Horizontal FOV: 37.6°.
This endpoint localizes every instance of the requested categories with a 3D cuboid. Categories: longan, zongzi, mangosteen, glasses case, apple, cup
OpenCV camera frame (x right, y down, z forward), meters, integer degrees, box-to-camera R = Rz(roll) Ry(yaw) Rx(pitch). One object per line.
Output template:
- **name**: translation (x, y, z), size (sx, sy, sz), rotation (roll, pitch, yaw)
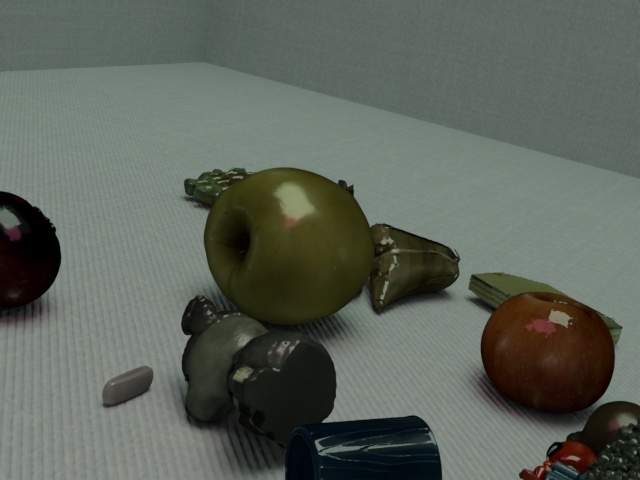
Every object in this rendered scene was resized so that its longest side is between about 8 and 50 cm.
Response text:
- **longan**: translation (0.377, 0.255, 1.208), size (0.119, 0.106, 0.106), rotation (-7, 12, 20)
- **zongzi**: translation (0.165, 0.072, 1.682), size (0.195, 0.099, 0.197), rotation (16, 42, -19)
- **mangosteen**: translation (-0.473, 0.023, 1.343), size (0.200, 0.199, 0.200), rotation (10, 18, -3)
- **glasses case**: translation (-0.240, 0.181, 1.176), size (0.021, 0.032, 0.083), rotation (17, 20, 28)
- **apple**: translation (0.335, 0.156, 1.373), size (0.201, 0.162, 0.201), rotation (8, 19, -3)
- **apple**: translation (-0.049, 0.005, 1.477), size (0.263, 0.262, 0.262), rotation (10, 18, -3)
- **cup**: translation (0.048, 0.253, 0.991), size (0.138, 0.113, 0.150), rotation (1, 18, -22)

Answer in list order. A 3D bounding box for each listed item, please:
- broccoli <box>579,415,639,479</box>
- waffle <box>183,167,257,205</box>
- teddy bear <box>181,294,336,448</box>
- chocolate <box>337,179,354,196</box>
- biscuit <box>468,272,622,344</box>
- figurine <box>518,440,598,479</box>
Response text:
- **broccoli**: translation (0.407, 0.339, 0.855), size (0.397, 0.274, 0.353), rotation (40, 46, 19)
- **waffle**: translation (-0.134, -0.102, 2.065), size (0.309, 0.056, 0.292), rotation (16, 19, 19)
- **teddy bear**: translation (-0.084, 0.174, 1.155), size (0.171, 0.144, 0.251), rotation (40, -17, -31)
- **chocolate**: translation (-0.003, -0.005, 1.687), size (0.147, 0.221, 0.221), rotation (-6, 16, 8)
- **biscuit**: translation (0.397, 0.123, 1.689), size (0.150, 0.052, 0.252), rotation (1, 21, -39)
- **figurine**: translation (0.293, 0.280, 1.121), size (0.075, 0.068, 0.140), rotation (19, 21, 33)
